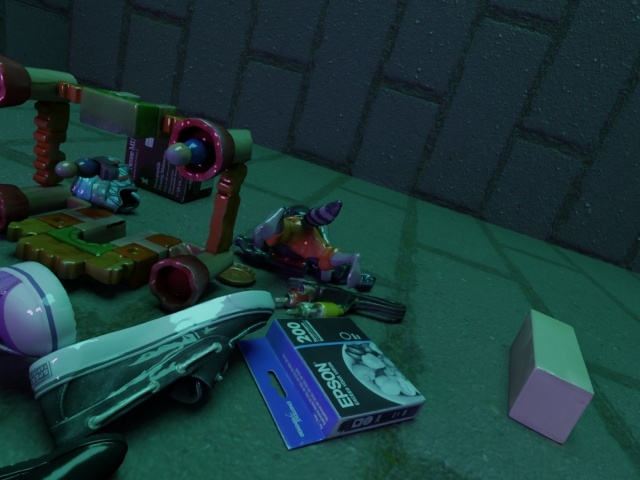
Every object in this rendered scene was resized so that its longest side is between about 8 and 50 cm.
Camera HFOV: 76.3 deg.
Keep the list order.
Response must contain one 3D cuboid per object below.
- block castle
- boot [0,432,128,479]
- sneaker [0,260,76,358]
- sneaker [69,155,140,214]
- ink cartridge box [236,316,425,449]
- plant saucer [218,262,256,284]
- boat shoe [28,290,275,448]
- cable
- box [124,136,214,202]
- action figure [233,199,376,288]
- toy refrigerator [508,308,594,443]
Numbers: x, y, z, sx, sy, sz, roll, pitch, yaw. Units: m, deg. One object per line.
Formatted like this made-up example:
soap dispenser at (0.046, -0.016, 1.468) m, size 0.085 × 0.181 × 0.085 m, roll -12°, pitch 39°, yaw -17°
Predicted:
block castle at (-0.356, -0.095, 0.659) m, size 0.452 × 0.303 × 0.213 m, roll 20°, pitch 19°, yaw 10°
boot at (-0.208, 0.213, 0.316) m, size 0.121 × 0.045 × 0.099 m, roll -5°, pitch 26°, yaw -34°
sneaker at (-0.385, 0.086, 0.406) m, size 0.281 × 0.102 × 0.161 m, roll 2°, pitch 14°, yaw 28°
sneaker at (-0.485, -0.111, 0.955) m, size 0.125 × 0.104 × 0.262 m, roll 33°, pitch 15°, yaw -18°
ink cartridge box at (0.008, 0.186, 0.590) m, size 0.208 × 0.045 × 0.206 m, roll 3°, pitch 24°, yaw -33°
plant saucer at (-0.170, 0.068, 0.812) m, size 0.083 × 0.014 × 0.083 m, roll 16°, pitch 19°, yaw -6°
boat shoe at (-0.160, 0.141, 0.487) m, size 0.301 × 0.108 × 0.102 m, roll -11°, pitch 69°, yaw -54°
cable at (0.041, 0.130, 0.805) m, size 0.287 × 0.072 × 0.139 m, roll 18°, pitch -3°, yaw -39°
box at (-0.427, -0.230, 1.185) m, size 0.203 × 0.169 × 0.167 m, roll 20°, pitch 19°, yaw 9°
action figure at (0.000, 0.000, 0.875) m, size 0.340 × 0.179 × 0.330 m, roll 17°, pitch 4°, yaw -15°
toy refrigerator at (0.408, 0.228, 0.733) m, size 0.094 × 0.103 × 0.269 m, roll 24°, pitch 19°, yaw 19°
